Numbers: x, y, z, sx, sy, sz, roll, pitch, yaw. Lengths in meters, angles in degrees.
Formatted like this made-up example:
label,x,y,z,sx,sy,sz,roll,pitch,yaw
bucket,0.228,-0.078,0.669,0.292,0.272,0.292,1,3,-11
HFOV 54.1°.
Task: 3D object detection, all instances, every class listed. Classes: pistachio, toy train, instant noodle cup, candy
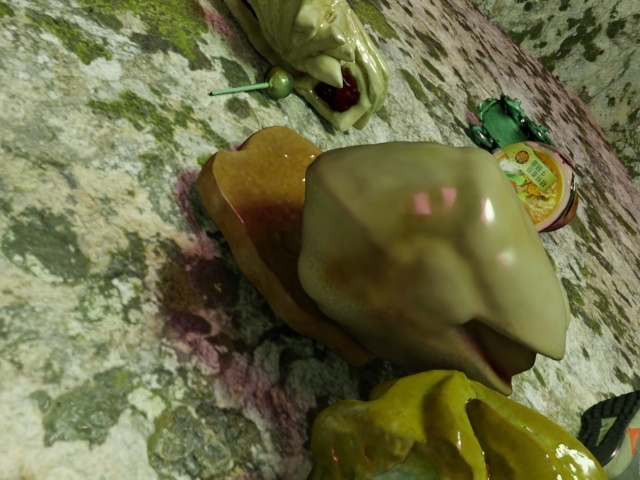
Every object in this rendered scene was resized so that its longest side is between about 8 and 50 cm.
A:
label,x,y,z,sx,sy,sz,roll,pitch,yaw
pistachio,0.150,0.031,0.787,0.445,0.281,0.365,24,25,-47
toy train,0.571,-0.288,1.824,0.238,0.167,0.299,20,35,-50
instant noodle cup,0.549,-0.116,1.602,0.255,0.244,0.244,8,51,-57
candy,-0.121,-0.271,1.104,0.202,0.061,0.061,-25,78,-48

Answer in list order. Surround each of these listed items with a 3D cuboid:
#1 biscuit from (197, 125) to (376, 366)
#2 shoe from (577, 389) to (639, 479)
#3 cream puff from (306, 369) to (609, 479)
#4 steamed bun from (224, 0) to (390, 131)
label,x,y,z,sx,sy,sz,roll,pitch,yaw
biscuit,-0.002,0.001,0.956,0.385,0.062,0.365,52,31,-2
shoe,0.600,0.419,1.219,0.336,0.132,0.171,-21,80,-54
cream puff,0.148,0.284,0.645,0.323,0.270,0.274,37,0,25
steamed bun,-0.034,-0.392,1.158,0.428,0.247,0.189,49,48,-6
